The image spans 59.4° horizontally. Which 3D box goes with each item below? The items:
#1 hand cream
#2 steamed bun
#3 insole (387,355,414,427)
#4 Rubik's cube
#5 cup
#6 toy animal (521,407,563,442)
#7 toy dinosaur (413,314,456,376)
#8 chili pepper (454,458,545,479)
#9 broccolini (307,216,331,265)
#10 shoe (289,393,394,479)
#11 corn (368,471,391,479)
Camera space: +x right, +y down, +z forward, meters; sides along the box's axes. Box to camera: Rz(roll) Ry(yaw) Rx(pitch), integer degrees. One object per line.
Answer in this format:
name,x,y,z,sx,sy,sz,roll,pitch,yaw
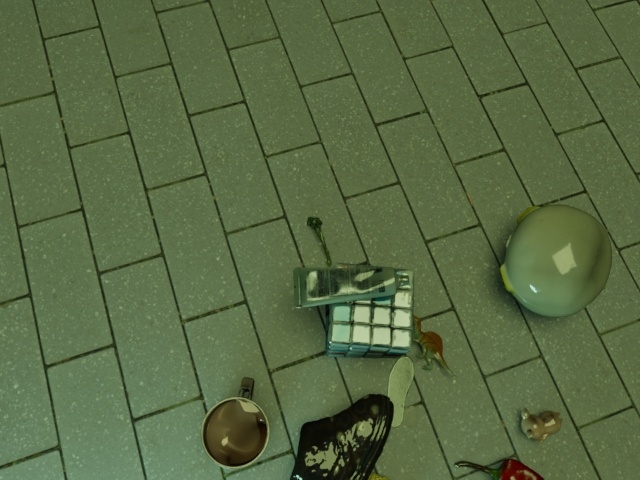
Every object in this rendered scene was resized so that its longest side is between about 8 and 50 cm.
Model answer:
hand cream,0.091,0.129,1.647,0.340,0.078,0.125,-4,72,2
steamed bun,0.775,0.065,1.847,0.333,0.334,0.374,25,71,5
insole,0.253,0.488,1.822,0.080,0.003,0.232,15,70,1
Rubik's cube,0.148,0.231,1.774,0.258,0.253,0.256,3,71,-2
cup,-0.239,0.537,1.666,0.191,0.200,0.253,9,71,0
toy animal,0.700,0.580,1.780,0.150,0.083,0.089,-9,114,-17
toy dinosaur,0.366,0.354,1.861,0.212,0.057,0.142,33,52,-4
chili pepper,0.592,0.737,1.692,0.338,0.131,0.134,38,63,11
broccolini,0.000,-0.003,1.953,0.054,0.052,0.194,-16,73,-5
shoe,0.051,0.608,1.677,0.237,0.171,0.384,27,79,1
corn,0.159,0.786,1.678,0.085,0.063,0.165,22,72,-6
